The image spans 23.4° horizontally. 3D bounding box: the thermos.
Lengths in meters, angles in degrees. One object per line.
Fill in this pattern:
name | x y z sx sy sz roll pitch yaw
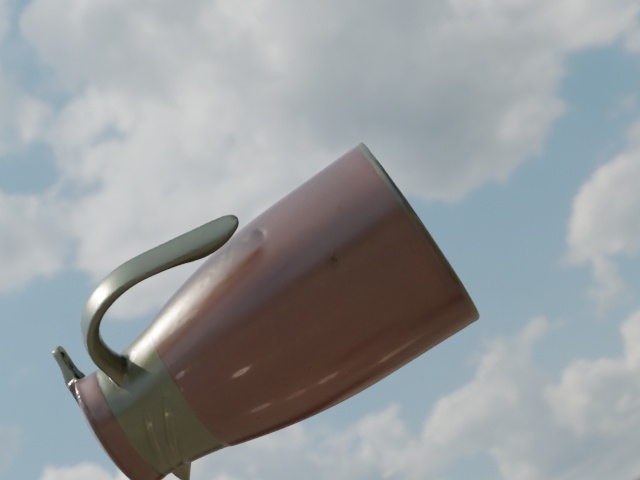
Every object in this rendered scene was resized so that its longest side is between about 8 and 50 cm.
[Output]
thermos | -0.046 0.055 1.049 0.265 0.146 0.176 -32 -57 0
